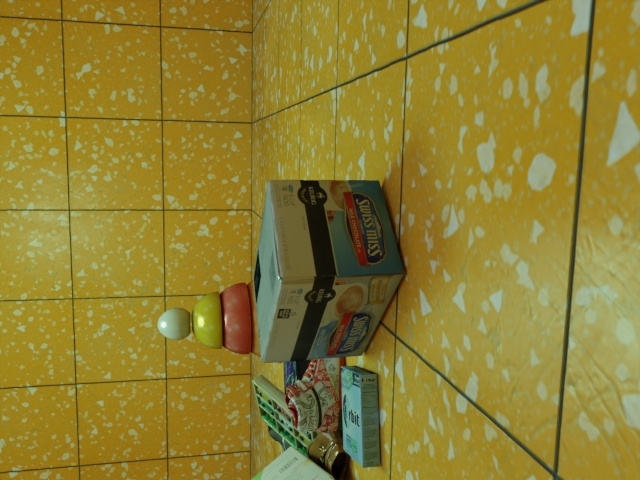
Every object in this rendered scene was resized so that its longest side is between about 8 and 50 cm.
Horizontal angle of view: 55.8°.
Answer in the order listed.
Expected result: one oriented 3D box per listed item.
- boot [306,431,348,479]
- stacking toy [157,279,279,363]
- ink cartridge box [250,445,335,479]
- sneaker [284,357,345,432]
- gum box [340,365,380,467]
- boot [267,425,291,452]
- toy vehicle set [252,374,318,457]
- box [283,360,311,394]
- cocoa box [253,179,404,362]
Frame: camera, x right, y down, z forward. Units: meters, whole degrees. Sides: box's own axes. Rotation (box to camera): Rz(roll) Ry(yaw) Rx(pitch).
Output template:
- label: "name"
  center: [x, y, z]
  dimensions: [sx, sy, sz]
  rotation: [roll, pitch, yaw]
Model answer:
- label: "boot"
  center: [0.021, 0.549, 1.517]
  dimensions: [0.152, 0.073, 0.197]
  rotation: [-128, 33, -60]
- label: "stacking toy"
  center: [-0.351, 0.283, 2.224]
  dimensions: [0.350, 0.480, 0.350]
  rotation: [180, 90, -77]
- label: "ink cartridge box"
  center: [-0.059, 0.642, 1.446]
  dimensions: [0.119, 0.207, 0.353]
  rotation: [58, 160, -8]
- label: "sneaker"
  center: [-0.015, 0.334, 1.487]
  dimensions: [0.090, 0.145, 0.270]
  rotation: [114, 153, -62]
- label: "gum box"
  center: [0.082, 0.368, 1.288]
  dimensions: [0.157, 0.041, 0.184]
  rotation: [157, 112, -77]
- label: "boot"
  center: [-0.086, 0.678, 1.886]
  dimensions: [0.338, 0.118, 0.222]
  rotation: [122, 144, -66]
- label: "toy vehicle set"
  center: [-0.089, 0.510, 1.710]
  dimensions: [0.267, 0.035, 0.166]
  rotation: [28, 137, 41]
- label: "box"
  center: [-0.034, 0.348, 1.659]
  dimensions: [0.207, 0.108, 0.153]
  rotation: [132, 136, -72]
- label: "cocoa box"
  center: [-0.002, 0.070, 1.223]
  dimensions: [0.347, 0.228, 0.231]
  rotation: [106, 159, -53]
